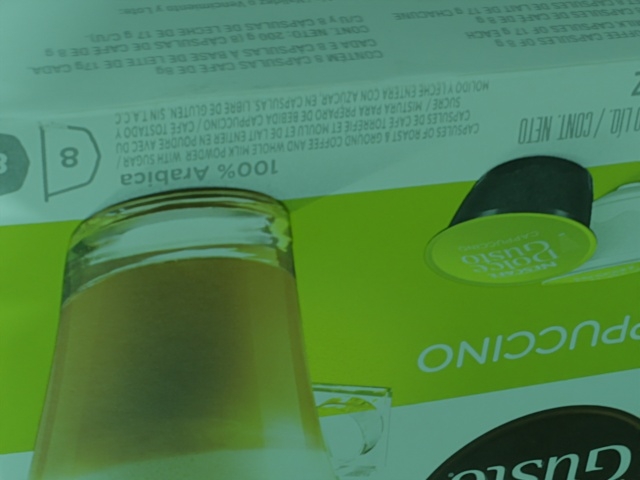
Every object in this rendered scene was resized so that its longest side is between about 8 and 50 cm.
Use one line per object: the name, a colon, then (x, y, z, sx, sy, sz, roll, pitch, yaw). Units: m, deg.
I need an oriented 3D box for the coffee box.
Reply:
coffee box: (-0.013, -0.025, 0.744, 0.338, 0.338, 0.334, -112, 21, -49)
